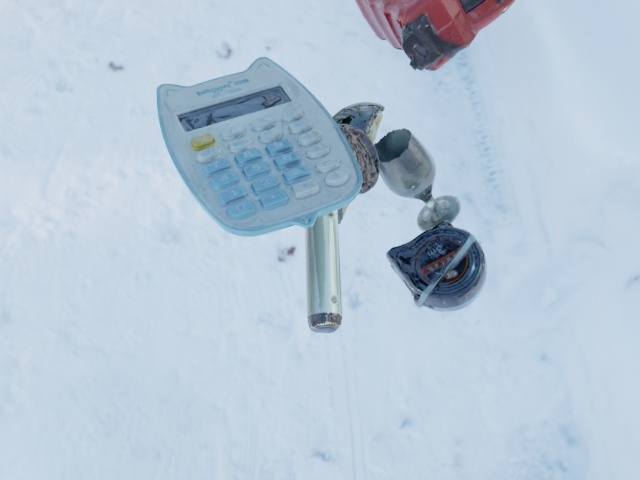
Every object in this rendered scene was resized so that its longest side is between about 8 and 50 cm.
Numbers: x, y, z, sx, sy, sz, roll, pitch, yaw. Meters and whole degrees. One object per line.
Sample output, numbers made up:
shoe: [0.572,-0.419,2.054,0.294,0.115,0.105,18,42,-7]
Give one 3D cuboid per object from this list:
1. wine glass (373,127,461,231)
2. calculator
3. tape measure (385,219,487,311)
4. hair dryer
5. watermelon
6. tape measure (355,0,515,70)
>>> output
wine glass: [0.214,-0.134,1.774,0.126,0.241,0.126,-26,36,21]
calculator: [-0.097,-0.142,1.200,0.256,0.054,0.386,-19,47,-16]
tape measure: [0.255,0.060,1.649,0.182,0.107,0.181,-27,63,-1]
hair dryer: [0.000,0.000,1.346,0.128,0.203,0.362,11,69,-36]
watermelon: [0.063,-0.194,1.767,0.123,0.129,0.301,17,79,32]
tape measure: [0.185,-0.377,1.171,0.260,0.114,0.253,-37,34,1]
